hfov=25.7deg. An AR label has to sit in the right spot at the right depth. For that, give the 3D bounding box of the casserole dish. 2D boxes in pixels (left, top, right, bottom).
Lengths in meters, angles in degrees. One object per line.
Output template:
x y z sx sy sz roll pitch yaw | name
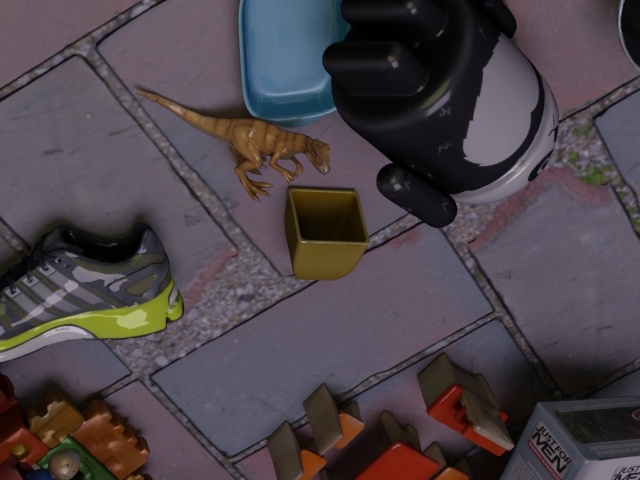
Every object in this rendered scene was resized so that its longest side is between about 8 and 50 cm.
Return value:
-0.028 -0.203 1.421 0.114 0.037 0.188 -8 129 -9 | casserole dish

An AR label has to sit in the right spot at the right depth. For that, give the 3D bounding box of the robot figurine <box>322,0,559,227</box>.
0.125 -0.146 1.400 0.209 0.173 0.278 -42 136 12 | robot figurine

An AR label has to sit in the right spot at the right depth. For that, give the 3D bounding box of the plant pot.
0.000 0.000 1.558 0.081 0.081 0.083 2 138 -16 | plant pot

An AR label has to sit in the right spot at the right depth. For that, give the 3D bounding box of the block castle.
-0.270 0.338 1.591 0.213 0.303 0.453 -39 128 -1 | block castle

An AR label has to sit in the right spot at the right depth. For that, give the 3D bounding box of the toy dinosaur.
-0.081 -0.107 1.461 0.211 0.064 0.112 15 139 14 | toy dinosaur

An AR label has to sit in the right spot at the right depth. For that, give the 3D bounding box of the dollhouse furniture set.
0.109 0.277 1.755 0.262 0.135 0.259 31 114 -32 | dollhouse furniture set

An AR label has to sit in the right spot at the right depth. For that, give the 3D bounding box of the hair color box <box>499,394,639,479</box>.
0.304 0.375 1.780 0.185 0.113 0.374 0 125 -31 | hair color box

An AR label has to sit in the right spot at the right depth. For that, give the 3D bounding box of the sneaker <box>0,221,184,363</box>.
-0.301 0.047 1.510 0.300 0.111 0.121 -11 118 -13 | sneaker

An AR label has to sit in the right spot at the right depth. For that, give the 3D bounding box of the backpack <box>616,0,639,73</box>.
0.437 -0.232 1.407 0.253 0.191 0.225 28 123 14 | backpack
